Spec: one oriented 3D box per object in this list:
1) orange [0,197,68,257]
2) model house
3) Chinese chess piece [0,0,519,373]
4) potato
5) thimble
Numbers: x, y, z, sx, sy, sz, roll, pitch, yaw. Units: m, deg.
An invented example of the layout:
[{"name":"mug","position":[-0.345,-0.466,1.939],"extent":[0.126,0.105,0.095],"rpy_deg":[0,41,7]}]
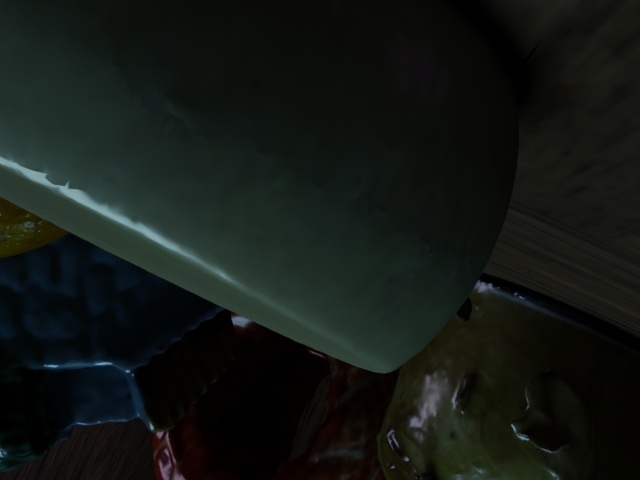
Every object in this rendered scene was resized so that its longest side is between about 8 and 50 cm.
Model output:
[{"name":"orange","position":[-0.178,-0.061,0.657],"extent":[0.156,0.124,0.156],"rpy_deg":[40,-174,-5]},{"name":"model house","position":[-0.161,0.048,1.237],"extent":[0.339,0.297,0.360],"rpy_deg":[-6,177,-6]},{"name":"Chinese chess piece","position":[-0.066,-0.052,0.430],"extent":[0.273,0.102,0.273],"rpy_deg":[26,174,3]},{"name":"potato","position":[0.178,0.164,1.002],"extent":[0.300,0.196,0.246],"rpy_deg":[26,177,-33]},{"name":"thimble","position":[-0.012,0.203,1.489],"extent":[0.350,0.350,0.231],"rpy_deg":[20,173,44]}]
